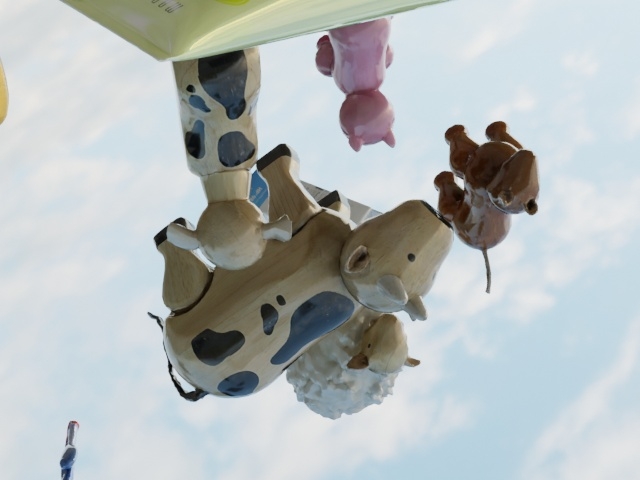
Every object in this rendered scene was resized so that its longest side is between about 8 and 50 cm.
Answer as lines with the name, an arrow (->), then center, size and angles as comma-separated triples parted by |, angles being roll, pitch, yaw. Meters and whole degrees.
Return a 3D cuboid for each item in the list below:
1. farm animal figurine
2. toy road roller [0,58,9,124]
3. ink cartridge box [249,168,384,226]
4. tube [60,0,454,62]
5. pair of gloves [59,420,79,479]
farm animal figurine -> -0.008, -0.003, 0.956 | 0.327, 0.330, 0.172 | -50, -144, 29
toy road roller -> -0.398, -0.146, 0.952 | 0.202, 0.240, 0.329 | -8, -175, 34
ink cartridge box -> 0.000, 0.000, 1.493 | 0.180, 0.104, 0.060 | 22, -124, 25
tube -> -0.010, -0.124, 0.651 | 0.240, 0.062, 0.070 | -21, -178, -40
pair of gloves -> -0.256, 0.278, 1.393 | 0.023, 0.198, 0.159 | 9, -151, -8
